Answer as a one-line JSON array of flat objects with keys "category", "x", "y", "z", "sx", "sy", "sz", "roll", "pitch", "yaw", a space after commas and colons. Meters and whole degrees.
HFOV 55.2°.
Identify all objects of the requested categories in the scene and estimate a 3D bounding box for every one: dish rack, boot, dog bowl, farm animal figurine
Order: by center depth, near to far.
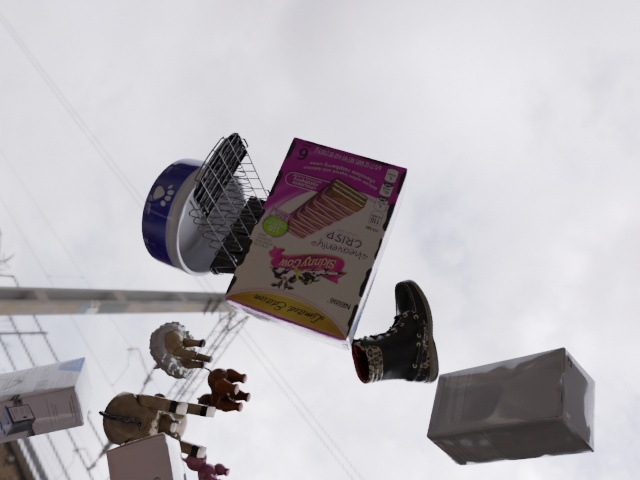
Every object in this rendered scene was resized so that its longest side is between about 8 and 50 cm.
[{"category": "farm animal figurine", "x": -0.275, "y": 0.346, "z": 1.068, "sx": 0.172, "sy": 0.327, "sz": 0.330, "roll": 5, "pitch": -124, "yaw": 21}, {"category": "dish rack", "x": -0.187, "y": -0.075, "z": 1.246, "sx": 0.074, "sy": 0.272, "sz": 0.208, "roll": 8, "pitch": -125, "yaw": 24}, {"category": "boot", "x": 0.152, "y": 0.196, "z": 1.322, "sx": 0.085, "sy": 0.178, "sz": 0.237, "roll": -43, "pitch": -129, "yaw": 55}, {"category": "dog bowl", "x": -0.290, "y": -0.056, "z": 1.432, "sx": 0.104, "sy": 0.265, "sz": 0.265, "roll": 18, "pitch": -85, "yaw": 23}]

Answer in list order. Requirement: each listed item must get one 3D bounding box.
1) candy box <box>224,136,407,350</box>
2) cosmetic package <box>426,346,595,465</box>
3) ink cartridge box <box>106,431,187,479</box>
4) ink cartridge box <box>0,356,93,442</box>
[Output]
[{"category": "candy box", "x": 0.000, "y": 0.000, "z": 0.771, "sx": 0.159, "sy": 0.071, "sz": 0.234, "roll": 17, "pitch": -109, "yaw": 11}, {"category": "cosmetic package", "x": 0.293, "y": 0.262, "z": 0.950, "sx": 0.238, "sy": 0.107, "sz": 0.127, "roll": -21, "pitch": -148, "yaw": 42}, {"category": "ink cartridge box", "x": -0.178, "y": 0.273, "z": 0.658, "sx": 0.063, "sy": 0.150, "sz": 0.109, "roll": -13, "pitch": -109, "yaw": -11}, {"category": "ink cartridge box", "x": -0.519, "y": 0.286, "z": 1.095, "sx": 0.139, "sy": 0.190, "sz": 0.082, "roll": -139, "pitch": -141, "yaw": -72}]
